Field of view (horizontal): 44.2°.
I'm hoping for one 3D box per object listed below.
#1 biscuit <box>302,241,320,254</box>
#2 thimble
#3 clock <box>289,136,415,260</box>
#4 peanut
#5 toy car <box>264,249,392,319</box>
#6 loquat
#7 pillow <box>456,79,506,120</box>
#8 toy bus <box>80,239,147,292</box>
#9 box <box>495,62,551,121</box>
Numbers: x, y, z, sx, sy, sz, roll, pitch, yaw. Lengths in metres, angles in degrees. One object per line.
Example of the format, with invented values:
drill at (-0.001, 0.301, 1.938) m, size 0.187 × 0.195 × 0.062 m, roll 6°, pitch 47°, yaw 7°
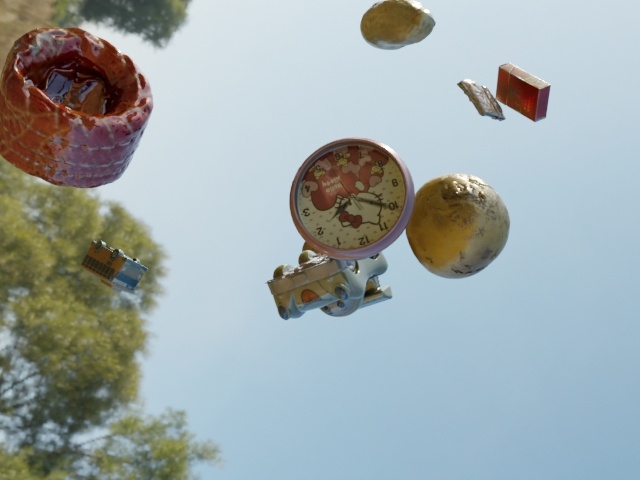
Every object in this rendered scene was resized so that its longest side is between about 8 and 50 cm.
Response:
biscuit at (0.000, 0.000, 2.634) m, size 0.166 × 0.036 × 0.225 m, roll 14°, pitch -78°, yaw 25°
thimble at (-0.581, -0.311, 1.849) m, size 0.230 × 0.350 × 0.350 m, roll -49°, pitch -150°, yaw 43°
clock at (0.058, -0.082, 1.496) m, size 0.056 × 0.244 × 0.244 m, roll 49°, pitch 57°, yaw -71°
peanut at (0.184, -0.525, 1.907) m, size 0.253 × 0.137 × 0.122 m, roll -150°, pitch -112°, yaw -72°
toy car at (0.039, 0.125, 2.150) m, size 0.242 × 0.226 × 0.336 m, roll -20°, pitch -174°, yaw 27°
loquat at (0.303, -0.033, 1.747) m, size 0.235 × 0.235 × 0.235 m, roll -47°, pitch -149°, yaw 40°
pillow at (0.456, -0.389, 2.198) m, size 0.043 × 0.232 × 0.126 m, roll -34°, pitch -101°, yaw 24°
toy bus at (-0.570, 0.074, 2.165) m, size 0.182 × 0.091 × 0.103 m, roll 20°, pitch -100°, yaw 42°
box at (0.585, -0.431, 2.291) m, size 0.175 × 0.048 × 0.112 m, roll 45°, pitch -31°, yaw 44°
